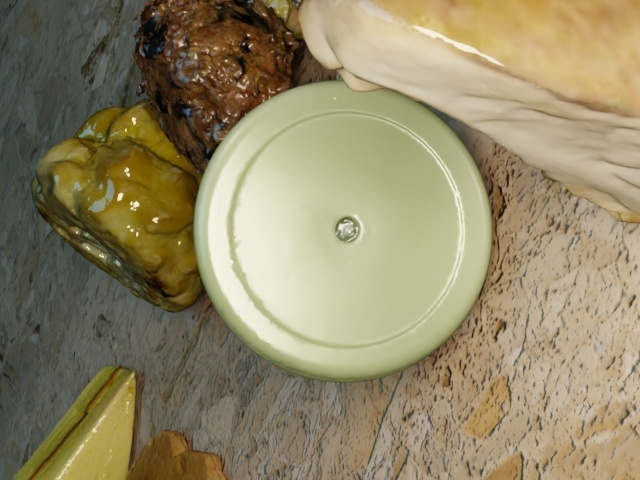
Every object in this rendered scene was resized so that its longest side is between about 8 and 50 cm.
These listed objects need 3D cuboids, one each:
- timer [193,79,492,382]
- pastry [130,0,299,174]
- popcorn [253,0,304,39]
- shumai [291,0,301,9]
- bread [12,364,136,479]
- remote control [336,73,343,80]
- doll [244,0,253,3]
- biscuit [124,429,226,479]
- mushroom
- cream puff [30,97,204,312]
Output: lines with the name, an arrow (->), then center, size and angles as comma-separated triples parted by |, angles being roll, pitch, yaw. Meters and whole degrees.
timer -> 0.000, 0.000, 1.282 | 0.315, 0.291, 0.290 | 158, 120, -79
pastry -> -0.123, -0.208, 1.539 | 0.275, 0.193, 0.275 | 49, 161, 23
popcorn -> -0.051, -0.304, 1.595 | 0.109, 0.089, 0.097 | 109, 144, -71
shumai -> 0.046, -0.336, 1.374 | 0.206, 0.175, 0.166 | 52, 129, 8
bread -> -0.348, 0.353, 1.939 | 0.264, 0.163, 0.168 | -53, 23, -19
remote control -> 0.042, -0.148, 1.423 | 0.074, 0.032, 0.122 | 32, 119, 50
doll -> -0.109, -0.257, 1.706 | 0.091, 0.067, 0.219 | -5, 77, 39
biscuit -> -0.200, 0.421, 1.634 | 0.269, 0.051, 0.376 | -54, 33, 24
mushroom -> 0.189, -0.189, 0.848 | 0.224, 0.397, 0.313 | -7, 72, 57
cream puff -> -0.241, -0.073, 1.717 | 0.257, 0.291, 0.324 | -56, 8, -19
